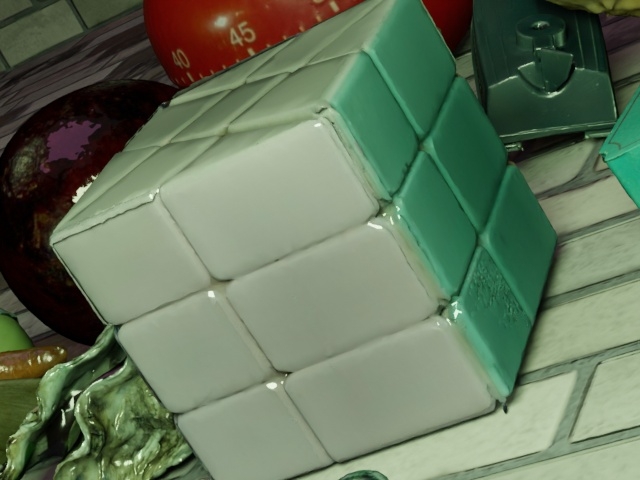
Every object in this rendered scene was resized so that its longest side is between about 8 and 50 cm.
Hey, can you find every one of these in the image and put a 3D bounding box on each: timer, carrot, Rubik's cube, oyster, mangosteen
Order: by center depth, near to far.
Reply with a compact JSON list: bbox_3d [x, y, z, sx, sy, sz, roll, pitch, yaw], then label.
[{"bbox_3d":[0.000,0.000,1.135,0.221,0.224,0.231,-23,19,26],"label":"Rubik's cube"},{"bbox_3d":[-0.134,0.117,1.265,0.268,0.112,0.198,-45,-1,-19],"label":"oyster"},{"bbox_3d":[-0.144,-0.014,1.423,0.235,0.235,0.261,-39,28,-28],"label":"mangosteen"},{"bbox_3d":[-0.301,0.110,1.429,0.191,0.047,0.047,-5,21,9],"label":"carrot"},{"bbox_3d":[-0.005,-0.276,1.871,0.378,0.279,0.378,-28,19,10],"label":"timer"}]

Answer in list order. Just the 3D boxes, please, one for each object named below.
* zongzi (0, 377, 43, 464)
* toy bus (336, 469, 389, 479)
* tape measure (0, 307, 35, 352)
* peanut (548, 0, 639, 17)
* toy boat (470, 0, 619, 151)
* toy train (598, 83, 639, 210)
[{"bbox_3d":[-0.310,0.197,1.316,0.274,0.125,0.251,-9,28,6],"label":"zongzi"},{"bbox_3d":[-0.074,0.218,0.813,0.335,0.121,0.123,-19,28,32],"label":"toy bus"},{"bbox_3d":[-0.335,0.129,1.531,0.175,0.106,0.200,-21,23,13],"label":"tape measure"},{"bbox_3d":[0.336,-0.273,1.382,0.387,0.192,0.169,-14,-15,-5],"label":"peanut"},{"bbox_3d":[0.187,-0.167,1.487,0.114,0.122,0.296,-6,31,5],"label":"toy boat"},{"bbox_3d":[0.273,-0.079,1.129,0.154,0.107,0.198,-27,15,37],"label":"toy train"}]
